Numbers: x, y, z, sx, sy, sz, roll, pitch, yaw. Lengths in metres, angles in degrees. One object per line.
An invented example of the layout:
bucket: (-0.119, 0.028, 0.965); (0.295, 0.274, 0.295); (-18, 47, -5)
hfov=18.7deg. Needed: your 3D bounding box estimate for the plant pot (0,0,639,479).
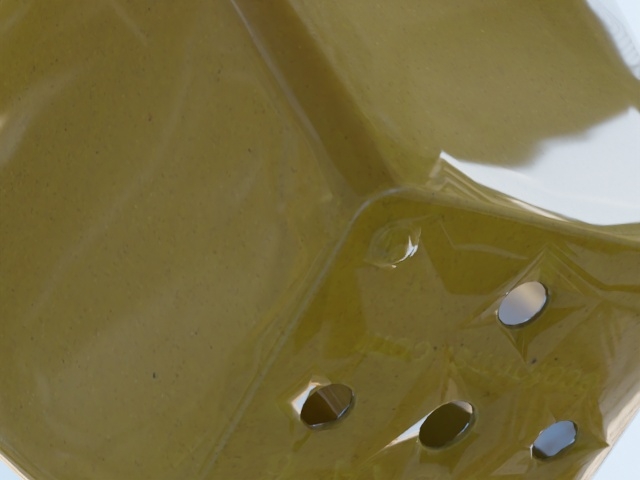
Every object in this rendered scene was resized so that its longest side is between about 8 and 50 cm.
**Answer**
plant pot: (0.000, 0.000, 0.627); (0.212, 0.187, 0.212); (12, -62, -37)
